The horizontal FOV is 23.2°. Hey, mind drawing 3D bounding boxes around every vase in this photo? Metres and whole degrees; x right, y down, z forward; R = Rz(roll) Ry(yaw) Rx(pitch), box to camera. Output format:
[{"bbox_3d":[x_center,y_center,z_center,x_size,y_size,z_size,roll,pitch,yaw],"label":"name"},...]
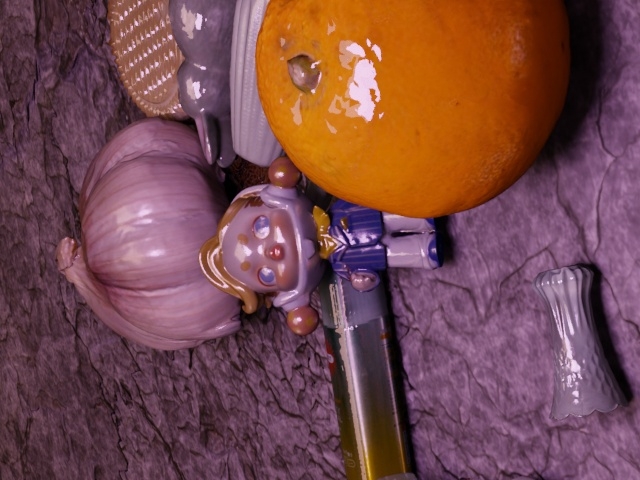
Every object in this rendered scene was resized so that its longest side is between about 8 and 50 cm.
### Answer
[{"bbox_3d":[-0.048,-0.210,1.817,0.128,0.128,0.248,36,120,45],"label":"vase"},{"bbox_3d":[0.254,0.099,1.556,0.081,0.081,0.148,-13,88,57],"label":"vase"}]

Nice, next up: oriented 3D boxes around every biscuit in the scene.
[{"bbox_3d":[-0.209,-0.274,2.096,0.259,0.079,0.259,25,122,50],"label":"biscuit"}]

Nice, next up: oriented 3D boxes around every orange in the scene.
[{"bbox_3d":[0.087,-0.173,1.505,0.312,0.312,0.312,26,123,50],"label":"orange"}]

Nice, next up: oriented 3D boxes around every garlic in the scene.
[{"bbox_3d":[-0.212,-0.005,2.063,0.322,0.241,0.322,31,132,41],"label":"garlic"}]

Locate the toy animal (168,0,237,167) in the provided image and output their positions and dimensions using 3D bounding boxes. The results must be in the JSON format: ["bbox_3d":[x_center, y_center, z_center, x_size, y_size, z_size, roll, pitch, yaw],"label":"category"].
[{"bbox_3d":[-0.140,-0.216,1.885,0.108,0.138,0.236,16,92,41],"label":"toy animal"}]

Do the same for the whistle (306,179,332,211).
[{"bbox_3d":[0.022,-0.131,1.787,0.106,0.102,0.253,45,133,34],"label":"whistle"}]

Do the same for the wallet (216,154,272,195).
[{"bbox_3d":[-0.078,-0.163,1.980,0.133,0.039,0.243,51,139,35],"label":"wallet"}]

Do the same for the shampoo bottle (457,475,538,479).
[{"bbox_3d":[0.228,0.325,1.682,0.284,0.071,0.153,27,131,52],"label":"shampoo bottle"}]

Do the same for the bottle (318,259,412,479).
[{"bbox_3d":[0.053,0.161,1.868,0.082,0.082,0.286,3,104,56],"label":"bottle"}]

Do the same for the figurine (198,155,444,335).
[{"bbox_3d":[0.002,-0.011,1.767,0.274,0.133,0.194,-28,93,16],"label":"figurine"}]

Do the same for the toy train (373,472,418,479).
[{"bbox_3d":[0.077,0.419,1.848,0.202,0.131,0.299,57,155,21],"label":"toy train"}]
